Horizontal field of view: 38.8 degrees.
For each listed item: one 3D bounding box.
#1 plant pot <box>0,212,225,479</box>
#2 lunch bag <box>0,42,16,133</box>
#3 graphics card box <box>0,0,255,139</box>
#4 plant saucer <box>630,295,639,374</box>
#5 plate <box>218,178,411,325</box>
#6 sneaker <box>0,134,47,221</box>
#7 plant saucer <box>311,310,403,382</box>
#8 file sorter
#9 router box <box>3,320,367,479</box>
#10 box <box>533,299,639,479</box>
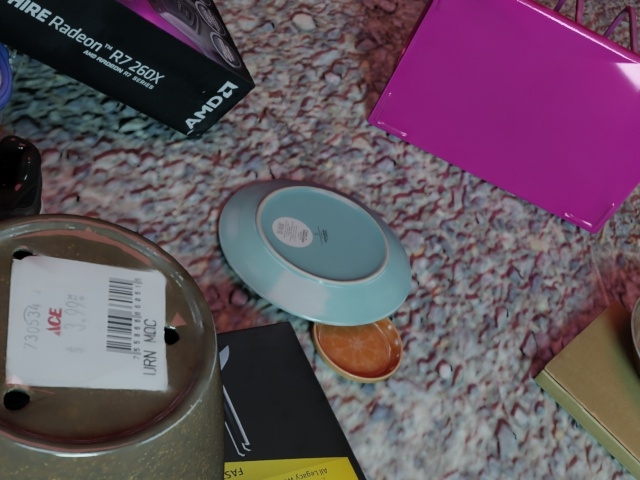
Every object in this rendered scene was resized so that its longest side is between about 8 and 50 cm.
[{"bbox_3d":[-0.129,0.101,0.407,0.216,0.230,0.215,15,45,-15],"label":"plant pot"},{"bbox_3d":[-0.395,-0.145,0.704,0.304,0.115,0.243,-8,57,-32],"label":"lunch bag"},{"bbox_3d":[-0.234,-0.251,0.784,0.371,0.094,0.232,26,31,-52],"label":"graphics card box"},{"bbox_3d":[0.378,0.132,0.883,0.199,0.036,0.198,17,42,-16],"label":"plant saucer"},{"bbox_3d":[0.000,0.000,0.830,0.188,0.024,0.188,15,41,-13],"label":"plate"},{"bbox_3d":[-0.296,-0.022,0.643,0.234,0.106,0.078,-25,64,-41],"label":"sneaker"},{"bbox_3d":[0.031,0.088,0.785,0.084,0.013,0.083,14,46,-15],"label":"plant saucer"},{"bbox_3d":[0.240,-0.189,1.022,0.291,0.202,0.182,26,40,-5],"label":"file sorter"},{"bbox_3d":[-0.113,0.189,0.563,0.309,0.081,0.242,-6,53,-32],"label":"router box"},{"bbox_3d":[0.319,0.162,0.864,0.201,0.021,0.164,45,44,17],"label":"box"}]
